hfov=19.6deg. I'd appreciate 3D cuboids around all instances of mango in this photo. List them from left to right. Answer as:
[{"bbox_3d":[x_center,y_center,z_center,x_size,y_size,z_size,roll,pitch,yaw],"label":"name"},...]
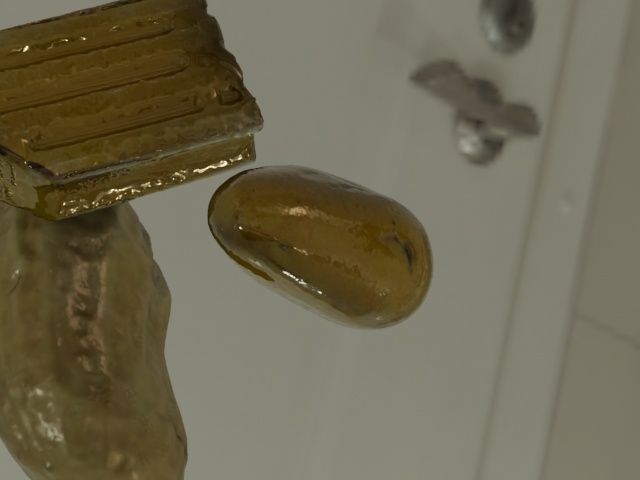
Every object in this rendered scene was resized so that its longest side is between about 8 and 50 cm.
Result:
[{"bbox_3d":[0.000,0.000,1.281,0.137,0.098,0.195,29,-178,33],"label":"mango"}]

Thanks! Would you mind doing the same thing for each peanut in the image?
[{"bbox_3d":[-0.206,0.086,1.552,0.158,0.340,0.174,-13,150,12],"label":"peanut"}]

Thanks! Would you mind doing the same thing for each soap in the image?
[{"bbox_3d":[-0.194,-0.107,1.514,0.257,0.160,0.080,-16,151,-18],"label":"soap"}]
